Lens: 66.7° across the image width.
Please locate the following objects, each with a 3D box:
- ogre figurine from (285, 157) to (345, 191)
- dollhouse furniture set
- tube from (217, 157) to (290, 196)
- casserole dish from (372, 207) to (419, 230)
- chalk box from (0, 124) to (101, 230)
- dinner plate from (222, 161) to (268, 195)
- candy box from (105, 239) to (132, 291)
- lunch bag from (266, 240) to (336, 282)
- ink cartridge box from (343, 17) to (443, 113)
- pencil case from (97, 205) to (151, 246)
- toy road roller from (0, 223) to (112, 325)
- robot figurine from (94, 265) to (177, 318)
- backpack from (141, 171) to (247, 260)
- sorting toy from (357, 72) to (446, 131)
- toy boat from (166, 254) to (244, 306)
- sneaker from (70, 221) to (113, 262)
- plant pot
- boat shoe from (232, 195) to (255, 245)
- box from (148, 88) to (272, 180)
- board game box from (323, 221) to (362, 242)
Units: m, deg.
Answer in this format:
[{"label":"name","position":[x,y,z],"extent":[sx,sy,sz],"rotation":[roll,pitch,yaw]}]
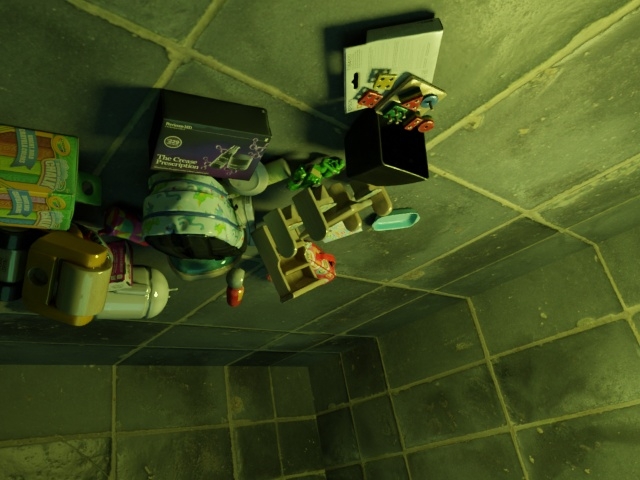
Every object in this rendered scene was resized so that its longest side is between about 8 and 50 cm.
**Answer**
[{"label":"ogre figurine","position":[-0.024,-0.194,1.450],"extent":[0.097,0.197,0.118],"rotation":[50,140,-11]},{"label":"dollhouse furniture set","position":[0.000,0.000,1.526],"extent":[0.394,0.256,0.362],"rotation":[-28,176,38]},{"label":"tube","position":[-0.207,-0.178,1.453],"extent":[0.240,0.070,0.062],"rotation":[-16,-165,19]},{"label":"casserole dish","position":[0.286,-0.084,1.869],"extent":[0.188,0.037,0.114],"rotation":[-6,154,-9]},{"label":"chalk box","position":[-0.687,-0.146,1.183],"extent":[0.289,0.180,0.179],"rotation":[4,151,-31]},{"label":"dinner plate","position":[-0.220,-0.184,1.404],"extent":[0.141,0.017,0.141],"rotation":[5,131,6]},{"label":"candy box","position":[-0.771,0.099,1.669],"extent":[0.233,0.159,0.071],"rotation":[-11,153,-2]},{"label":"lunch bag","position":[-0.065,0.109,2.023],"extent":[0.258,0.120,0.293],"rotation":[-20,152,17]},{"label":"ink cartridge box","position":[0.159,-0.405,1.146],"extent":[0.224,0.045,0.223],"rotation":[-11,156,-2]},{"label":"pencil case","position":[-0.573,-0.035,1.548],"extent":[0.104,0.104,0.236],"rotation":[-28,149,31]},{"label":"toy road roller","position":[-0.692,0.058,1.300],"extent":[0.329,0.240,0.202],"rotation":[20,107,2]},{"label":"robot figurine","position":[-0.732,0.195,1.833],"extent":[0.353,0.199,0.300],"rotation":[4,170,-29]},{"label":"backpack","position":[-0.368,-0.056,1.376],"extent":[0.290,0.273,0.355],"rotation":[4,-175,2]},{"label":"sorting toy","position":[0.223,-0.336,1.213],"extent":[0.274,0.046,0.132],"rotation":[7,151,-39]},{"label":"toy boat","position":[-0.347,0.072,1.630],"extent":[0.267,0.318,0.148],"rotation":[-21,142,-34]},{"label":"sneaker","position":[-0.700,0.006,1.486],"extent":[0.104,0.262,0.125],"rotation":[-63,154,6]},{"label":"plant pot","position":[0.169,-0.244,1.344],"extent":[0.187,0.188,0.167],"rotation":[10,158,-38]},{"label":"boat shoe","position":[-0.262,-0.067,1.635],"extent":[0.084,0.095,0.258],"rotation":[-4,143,-5]},{"label":"box","position":[-0.277,-0.253,1.211],"extent":[0.261,0.103,0.184],"rotation":[3,145,-28]},{"label":"board game box","position":[0.052,-0.066,1.807],"extent":[0.160,0.039,0.211],"rotation":[-18,154,13]}]
